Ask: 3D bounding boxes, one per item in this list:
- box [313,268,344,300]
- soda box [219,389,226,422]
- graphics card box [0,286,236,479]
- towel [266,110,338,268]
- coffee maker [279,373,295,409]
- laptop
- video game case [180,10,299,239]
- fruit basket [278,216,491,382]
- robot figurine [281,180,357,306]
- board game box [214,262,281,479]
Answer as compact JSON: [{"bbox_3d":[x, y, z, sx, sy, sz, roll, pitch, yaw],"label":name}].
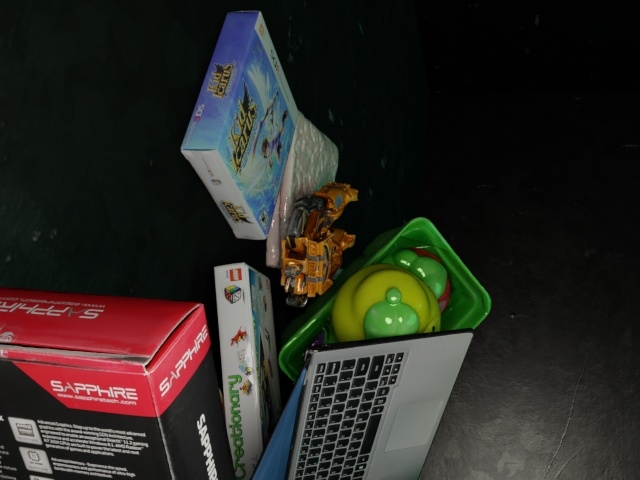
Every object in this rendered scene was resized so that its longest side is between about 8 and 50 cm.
[{"bbox_3d":[0.001,0.180,1.470,0.191,0.045,0.184,-61,168,-57],"label":"box"},{"bbox_3d":[-0.165,0.266,0.954,0.181,0.058,0.061,76,23,-44],"label":"soda box"},{"bbox_3d":[-0.187,0.216,0.553,0.094,0.232,0.371,-59,147,-59],"label":"graphics card box"},{"bbox_3d":[-0.029,-0.087,1.382,0.332,0.053,0.317,20,73,-74],"label":"towel"},{"bbox_3d":[-0.056,0.380,1.298,0.171,0.120,0.178,-35,130,-39],"label":"coffee maker"},{"bbox_3d":[0.038,0.357,0.932,0.236,0.407,0.382,-116,-152,-48],"label":"laptop"},{"bbox_3d":[-0.114,-0.177,1.052,0.244,0.061,0.270,65,32,-57],"label":"video game case"},{"bbox_3d":[0.119,0.147,1.133,0.283,0.392,0.392,49,35,-19],"label":"fruit basket"},{"bbox_3d":[0.000,0.000,1.239,0.291,0.085,0.211,-57,151,-62],"label":"robot figurine"},{"bbox_3d":[-0.104,0.198,1.013,0.193,0.053,0.305,59,25,-78],"label":"board game box"}]
